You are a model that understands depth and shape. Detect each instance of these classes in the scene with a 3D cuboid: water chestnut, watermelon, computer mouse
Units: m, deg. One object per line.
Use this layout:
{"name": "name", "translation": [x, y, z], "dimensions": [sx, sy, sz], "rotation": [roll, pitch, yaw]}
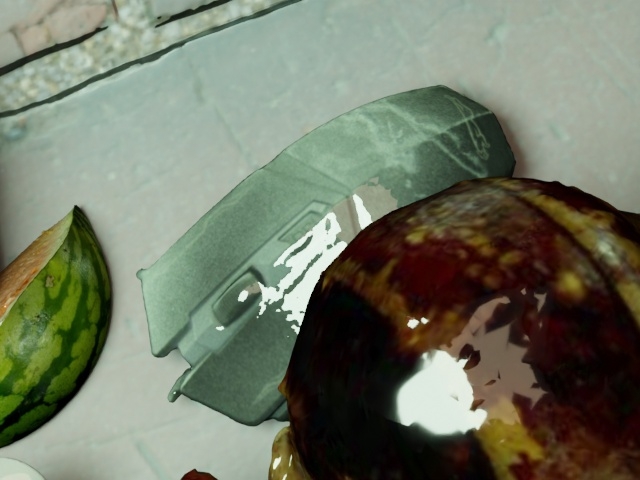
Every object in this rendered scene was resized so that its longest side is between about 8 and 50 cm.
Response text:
{"name": "water chestnut", "translation": [0.100, 0.071, 0.668], "dimensions": [0.238, 0.224, 0.223], "rotation": [-39, 72, -20]}
{"name": "watermelon", "translation": [-0.162, 0.065, 0.802], "dimensions": [0.069, 0.087, 0.163], "rotation": [44, 85, -20]}
{"name": "computer mouse", "translation": [0.001, 0.001, 0.781], "dimensions": [0.231, 0.071, 0.126], "rotation": [-37, 72, -3]}

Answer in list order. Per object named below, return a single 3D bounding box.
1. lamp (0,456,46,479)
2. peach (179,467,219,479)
{"name": "lamp", "translation": [-0.197, 0.234, 0.721], "dimensions": [0.179, 0.108, 0.246], "rotation": [-7, 82, 10]}
{"name": "peach", "translation": [-0.034, 0.270, 0.606], "dimensions": [0.201, 0.258, 0.362], "rotation": [0, 59, 24]}
